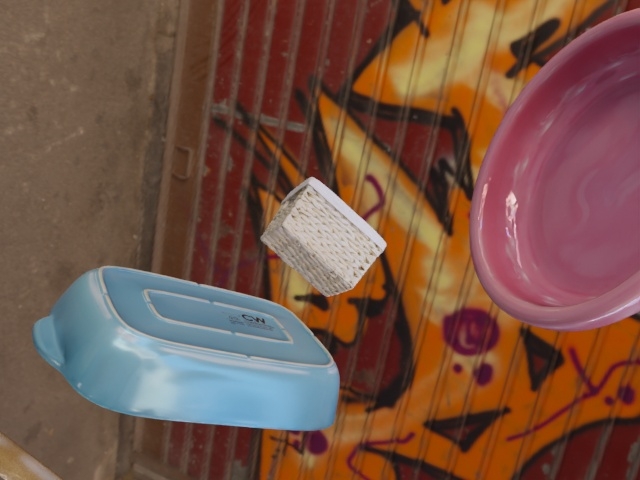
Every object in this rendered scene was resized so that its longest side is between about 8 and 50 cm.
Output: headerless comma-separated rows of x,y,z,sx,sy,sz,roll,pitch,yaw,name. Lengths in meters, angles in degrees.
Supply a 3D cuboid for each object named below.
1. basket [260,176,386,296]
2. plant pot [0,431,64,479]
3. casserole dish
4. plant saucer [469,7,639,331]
0.000,0.000,0.976,0.103,0.167,0.113,-53,-168,-27,basket
-0.320,0.264,0.678,0.032,0.236,0.236,-52,152,-31,plant pot
-0.064,0.059,0.355,0.188,0.114,0.037,19,104,-36,casserole dish
0.287,-0.064,0.619,0.332,0.084,0.332,-52,-153,42,plant saucer
